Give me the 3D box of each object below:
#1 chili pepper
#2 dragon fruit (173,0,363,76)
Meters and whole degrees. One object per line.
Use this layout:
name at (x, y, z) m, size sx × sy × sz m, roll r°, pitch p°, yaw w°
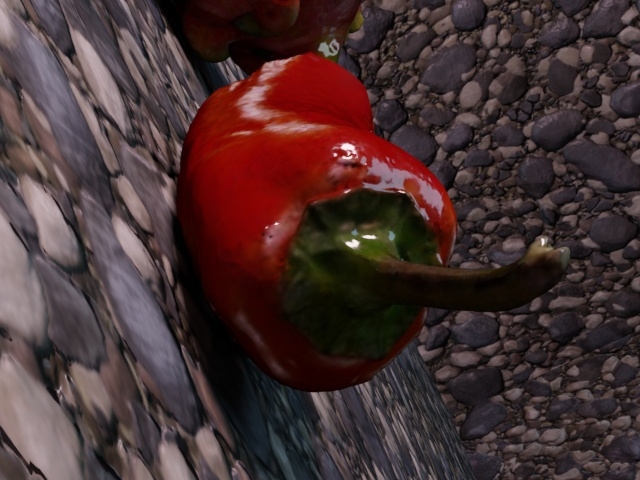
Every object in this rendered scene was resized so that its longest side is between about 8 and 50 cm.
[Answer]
chili pepper at (-0.003, 0.004, 0.552) m, size 0.338 × 0.131 × 0.134 m, roll -115°, pitch -157°, yaw -67°
dragon fruit at (-0.074, -0.290, 0.996) m, size 0.307 × 0.243 × 0.227 m, roll 25°, pitch 45°, yaw -16°
